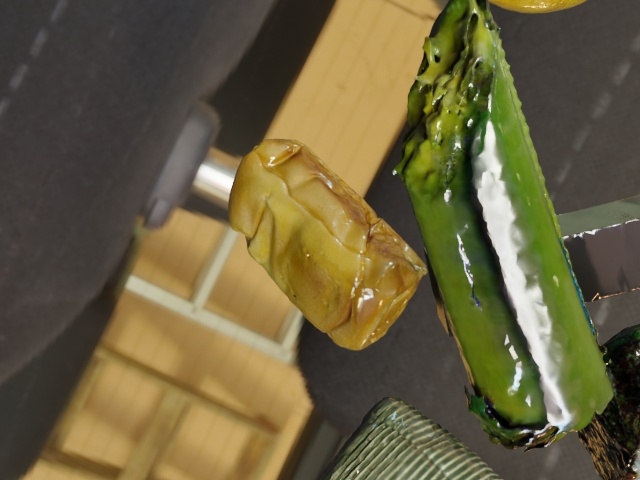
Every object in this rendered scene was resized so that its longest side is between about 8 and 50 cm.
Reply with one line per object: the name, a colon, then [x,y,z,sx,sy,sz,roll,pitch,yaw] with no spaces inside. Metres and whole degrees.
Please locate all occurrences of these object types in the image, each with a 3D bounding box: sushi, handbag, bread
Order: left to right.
bread: [0.000,0.000,1.780,0.132,0.294,0.167,-31,157,-34]
handbag: [0.098,0.339,1.234,0.247,0.240,0.341,-45,153,-23]
sushi: [0.321,0.171,1.296,0.225,0.124,0.127,78,-12,-56]

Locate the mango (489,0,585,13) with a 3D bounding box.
mango: [0.266,-0.341,1.532,0.109,0.262,0.157,47,-45,51]

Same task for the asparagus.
asparagus: [0.139,-0.018,1.101,0.108,0.128,0.382,-109,-179,-85]

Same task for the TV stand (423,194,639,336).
TV stand: [0.259,0.025,1.476,0.083,0.269,0.088,-109,-175,-74]
